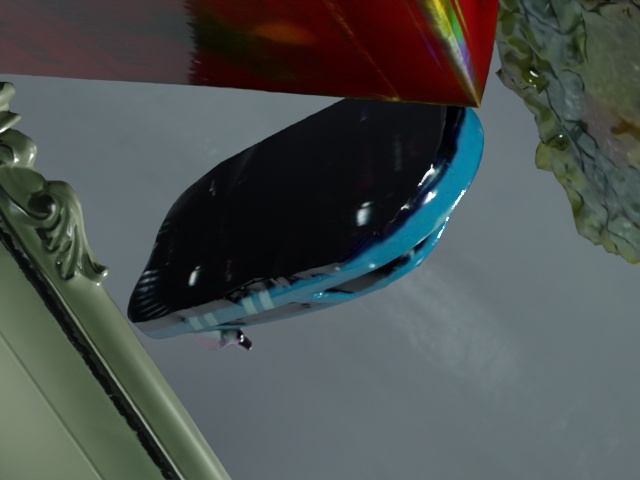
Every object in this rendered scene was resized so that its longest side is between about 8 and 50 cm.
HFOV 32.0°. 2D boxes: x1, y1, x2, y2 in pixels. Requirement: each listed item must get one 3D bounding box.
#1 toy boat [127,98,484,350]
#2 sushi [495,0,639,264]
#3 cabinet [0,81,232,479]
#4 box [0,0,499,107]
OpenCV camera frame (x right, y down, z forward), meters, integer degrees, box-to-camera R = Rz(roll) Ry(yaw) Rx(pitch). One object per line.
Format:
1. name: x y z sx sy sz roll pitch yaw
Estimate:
1. toy boat: 0.000 0.000 0.697 0.092 0.299 0.134 39 56 -26
2. sushi: 0.274 -0.159 0.730 0.396 0.240 0.351 65 -10 -27
3. cabinet: -0.199 0.138 0.532 0.227 0.290 0.318 -43 108 -37
4. box: -0.084 -0.136 0.519 0.313 0.089 0.197 7 -8 16
